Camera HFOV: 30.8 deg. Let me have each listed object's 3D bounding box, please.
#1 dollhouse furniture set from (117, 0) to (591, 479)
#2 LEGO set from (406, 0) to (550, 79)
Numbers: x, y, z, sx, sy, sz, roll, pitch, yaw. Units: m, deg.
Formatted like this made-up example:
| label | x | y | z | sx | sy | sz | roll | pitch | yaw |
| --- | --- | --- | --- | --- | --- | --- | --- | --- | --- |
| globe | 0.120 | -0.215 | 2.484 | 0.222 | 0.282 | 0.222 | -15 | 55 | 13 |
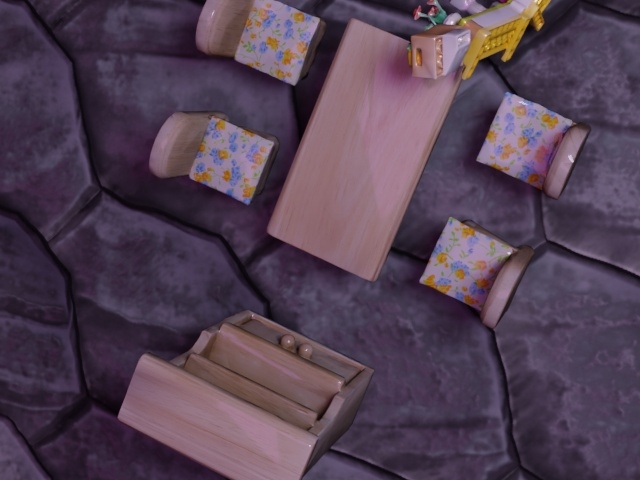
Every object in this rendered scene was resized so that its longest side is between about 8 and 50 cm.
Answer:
| label | x | y | z | sx | sy | sz | roll | pitch | yaw |
| --- | --- | --- | --- | --- | --- | --- | --- | --- | --- |
| dollhouse furniture set | 0.000 | 0.000 | 1.071 | 0.362 | 0.256 | 0.394 | 25 | 103 | 11 |
| LEGO set | 0.148 | -0.240 | 1.048 | 0.107 | 0.132 | 0.287 | 37 | 71 | 18 |
